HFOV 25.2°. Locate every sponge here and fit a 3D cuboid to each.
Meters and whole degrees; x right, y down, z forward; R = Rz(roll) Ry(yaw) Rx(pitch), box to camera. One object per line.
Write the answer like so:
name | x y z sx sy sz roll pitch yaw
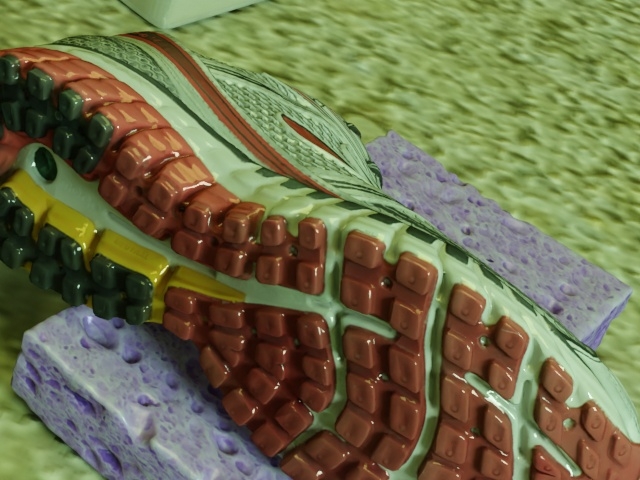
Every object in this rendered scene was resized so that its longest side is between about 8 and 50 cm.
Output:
sponge | 0.012 0.032 0.486 0.117 0.031 0.210 37 39 18

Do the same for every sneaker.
sneaker | 0.000 0.000 0.420 0.225 0.088 0.092 36 37 16

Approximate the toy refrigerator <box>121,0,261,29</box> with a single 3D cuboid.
toy refrigerator | -0.009 -0.196 0.710 0.102 0.094 0.269 39 39 22
